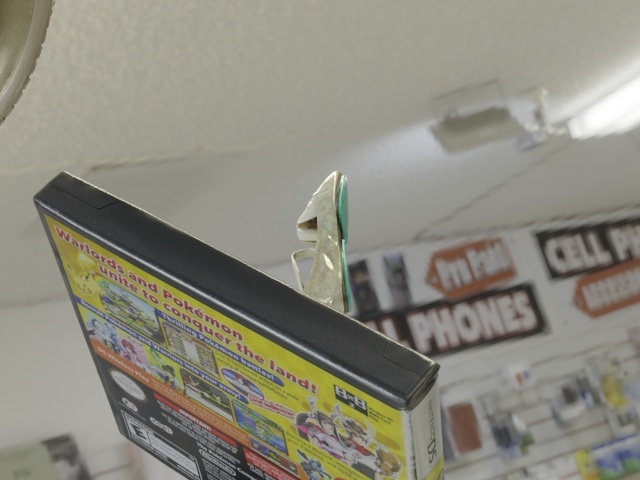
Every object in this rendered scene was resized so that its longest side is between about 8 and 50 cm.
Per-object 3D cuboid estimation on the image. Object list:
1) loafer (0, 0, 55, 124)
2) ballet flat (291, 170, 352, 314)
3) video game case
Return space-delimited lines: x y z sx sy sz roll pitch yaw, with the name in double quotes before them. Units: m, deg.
"loafer" -0.263 -0.215 1.109 0.092 0.269 0.102 19 0 -17
"ballet flat" 0.000 0.000 1.208 0.052 0.168 0.057 -4 -44 4
"video game case" -0.042 0.101 0.826 0.035 0.275 0.248 -46 -33 -29
